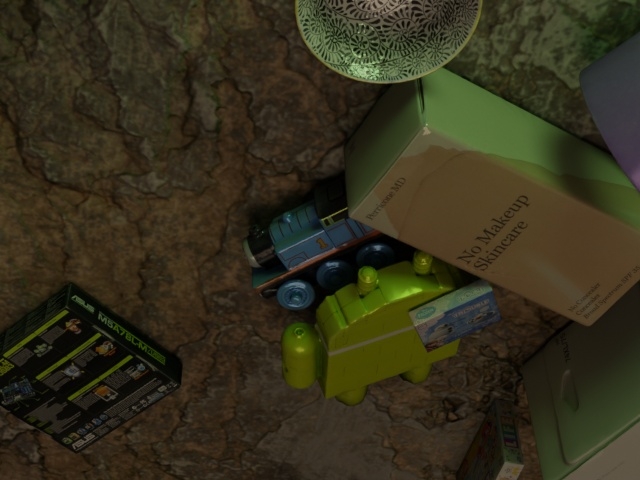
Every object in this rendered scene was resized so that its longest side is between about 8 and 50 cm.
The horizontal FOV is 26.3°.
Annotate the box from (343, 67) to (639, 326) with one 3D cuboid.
[{"bbox_3d":[0.189,-0.047,1.409,0.311,0.121,0.148,23,128,-21],"label":"box"}]

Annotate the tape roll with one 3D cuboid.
[{"bbox_3d":[0.335,-0.107,1.318,0.080,0.189,0.189,-33,125,24],"label":"tape roll"}]

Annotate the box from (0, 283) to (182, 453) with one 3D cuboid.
[{"bbox_3d":[-0.293,0.157,1.622,0.191,0.045,0.184,-35,122,26],"label":"box"}]

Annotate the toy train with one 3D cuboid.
[{"bbox_3d":[0.000,0.000,1.473,0.184,0.080,0.105,-25,123,14],"label":"toy train"}]

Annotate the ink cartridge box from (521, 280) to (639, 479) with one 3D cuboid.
[{"bbox_3d":[0.406,0.215,1.598,0.270,0.198,0.197,28,125,-25],"label":"ink cartridge box"}]

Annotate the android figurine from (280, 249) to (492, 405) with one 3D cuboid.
[{"bbox_3d":[0.075,0.095,1.513,0.248,0.056,0.273,-18,151,-10],"label":"android figurine"}]

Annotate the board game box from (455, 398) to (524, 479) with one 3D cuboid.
[{"bbox_3d":[0.211,0.288,1.717,0.026,0.103,0.154,10,130,-11],"label":"board game box"}]

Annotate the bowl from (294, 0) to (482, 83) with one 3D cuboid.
[{"bbox_3d":[0.060,-0.236,1.266,0.170,0.080,0.170,-1,131,-2],"label":"bowl"}]

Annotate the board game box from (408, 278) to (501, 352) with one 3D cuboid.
[{"bbox_3d":[0.145,0.081,1.460,0.090,0.020,0.090,-25,152,3],"label":"board game box"}]
